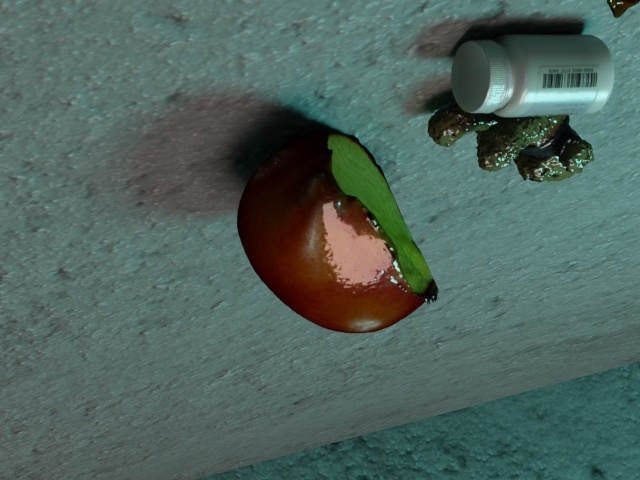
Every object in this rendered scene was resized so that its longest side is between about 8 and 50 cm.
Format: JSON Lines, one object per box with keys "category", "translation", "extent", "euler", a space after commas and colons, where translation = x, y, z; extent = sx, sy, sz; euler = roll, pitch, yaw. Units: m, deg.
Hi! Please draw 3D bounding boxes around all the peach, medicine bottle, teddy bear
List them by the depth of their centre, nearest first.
{"category": "medicine bottle", "translation": [0.263, -0.205, 1.661], "extent": [0.186, 0.103, 0.103], "euler": [-5, 156, -27]}
{"category": "peach", "translation": [0.000, 0.000, 1.762], "extent": [0.201, 0.258, 0.361], "euler": [-27, 160, 12]}
{"category": "teddy bear", "translation": [0.278, -0.146, 1.800], "extent": [0.251, 0.182, 0.129], "euler": [12, 109, -48]}

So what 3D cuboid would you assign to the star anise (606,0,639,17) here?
{"category": "star anise", "translation": [0.322, -0.331, 1.380], "extent": [0.220, 0.126, 0.190], "euler": [23, 146, -15]}
